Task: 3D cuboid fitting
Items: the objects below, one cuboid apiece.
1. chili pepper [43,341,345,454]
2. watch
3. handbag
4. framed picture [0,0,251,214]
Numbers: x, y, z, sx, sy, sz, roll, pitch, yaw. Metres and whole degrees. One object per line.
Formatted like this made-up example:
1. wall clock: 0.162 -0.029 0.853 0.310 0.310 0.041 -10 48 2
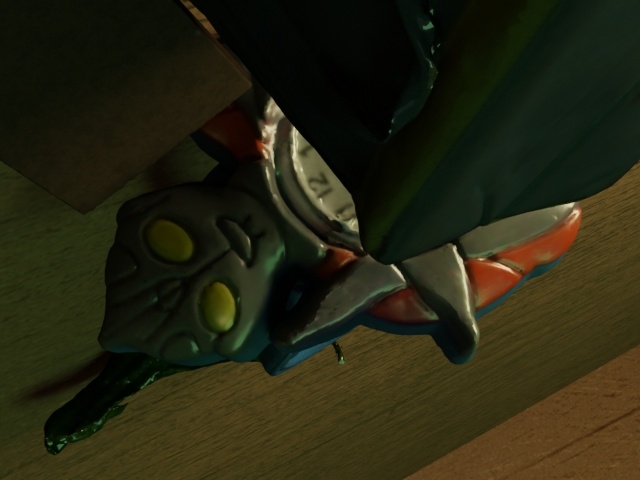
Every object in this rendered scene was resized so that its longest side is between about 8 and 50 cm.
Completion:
1. chili pepper: -0.112 0.095 0.952 0.278 0.122 0.065 -24 130 19
2. watch: 0.000 0.000 0.774 0.305 0.241 0.274 -33 173 -4
3. handbag: 0.059 -0.153 0.475 0.222 0.241 0.263 -21 157 -33
4. framed picture: -0.127 -0.090 0.592 0.128 0.023 0.168 -37 147 7
